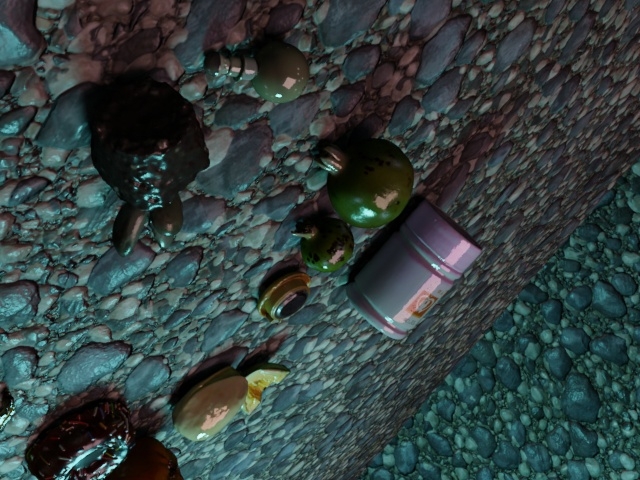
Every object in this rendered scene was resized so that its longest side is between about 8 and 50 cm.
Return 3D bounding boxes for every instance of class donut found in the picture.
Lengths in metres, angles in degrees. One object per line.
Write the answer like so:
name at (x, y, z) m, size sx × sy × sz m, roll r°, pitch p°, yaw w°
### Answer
donut at (-0.491, 0.438, 1.585) m, size 0.235 × 0.089 × 0.235 m, roll -31°, pitch 151°, yaw -20°

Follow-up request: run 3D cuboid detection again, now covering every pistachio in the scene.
pistachio at (-0.260, 0.388, 1.796) m, size 0.200 × 0.117 × 0.145 m, roll -39°, pitch 149°, yaw -9°

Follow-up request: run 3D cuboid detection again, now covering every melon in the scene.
melon at (-0.167, 0.356, 1.936) m, size 0.160 × 0.079 × 0.128 m, roll -45°, pitch 136°, yaw 6°

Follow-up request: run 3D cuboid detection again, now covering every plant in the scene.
plant at (-0.238, -0.091, 1.078) m, size 0.146 × 0.149 × 0.274 m, roll -27°, pitch 153°, yaw -28°

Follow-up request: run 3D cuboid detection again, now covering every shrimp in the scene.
shrimp at (-0.599, 0.311, 1.296) m, size 0.148 × 0.035 × 0.195 m, roll -38°, pitch 160°, yaw -4°

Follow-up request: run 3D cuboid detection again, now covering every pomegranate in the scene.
pomegranate at (0.000, 0.000, 1.598) m, size 0.161 × 0.122 × 0.122 m, roll 32°, pitch 105°, yaw -35°
pomegranate at (0.077, -0.123, 1.467) m, size 0.209 × 0.180 × 0.180 m, roll 26°, pitch 112°, yaw -31°

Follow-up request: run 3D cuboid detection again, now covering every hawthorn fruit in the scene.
hawthorn fruit at (-0.437, 0.577, 1.772) m, size 0.225 × 0.196 × 0.196 m, roll -28°, pitch 155°, yaw 7°

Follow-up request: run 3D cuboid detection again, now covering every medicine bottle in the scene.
medicine bottle at (0.235, 0.075, 1.919) m, size 0.316 × 0.202 × 0.202 m, roll -49°, pitch 153°, yaw 14°

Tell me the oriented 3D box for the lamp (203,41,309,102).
lamp at (-0.097, -0.252, 1.119) m, size 0.163 × 0.091 × 0.091 m, roll -1°, pitch 134°, yaw -32°

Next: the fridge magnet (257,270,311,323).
fridge magnet at (-0.079, 0.128, 1.718) m, size 0.143 × 0.063 × 0.143 m, roll -29°, pitch 151°, yaw -18°
